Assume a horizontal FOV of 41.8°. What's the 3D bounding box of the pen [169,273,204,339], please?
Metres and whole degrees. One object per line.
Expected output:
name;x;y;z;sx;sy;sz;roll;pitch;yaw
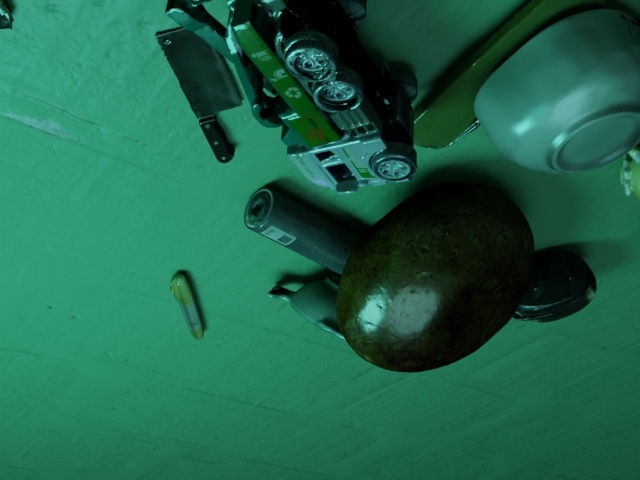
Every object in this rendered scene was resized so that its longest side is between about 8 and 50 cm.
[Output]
pen;-0.252;0.129;1.585;0.040;0.032;0.233;16;148;11

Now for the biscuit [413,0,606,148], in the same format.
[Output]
biscuit;0.231;-0.224;1.108;0.099;0.038;0.322;13;143;-32

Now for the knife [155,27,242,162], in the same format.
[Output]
knife;-0.146;-0.192;1.134;0.072;0.019;0.245;-11;144;7

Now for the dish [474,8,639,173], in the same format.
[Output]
dish;0.340;-0.170;1.091;0.256;0.117;0.256;-13;153;-7

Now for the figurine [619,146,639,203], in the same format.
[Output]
figurine;0.589;-0.009;1.304;0.227;0.274;0.394;-25;123;22

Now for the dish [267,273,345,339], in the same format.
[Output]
dish;0.033;0.111;1.513;0.246;0.078;0.224;24;-172;3

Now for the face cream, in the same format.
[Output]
face cream;0.000;0.000;1.384;0.073;0.073;0.284;-31;138;33

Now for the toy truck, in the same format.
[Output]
toy truck;-0.007;-0.202;1.015;0.178;0.176;0.363;-13;145;28

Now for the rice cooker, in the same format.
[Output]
rice cooker;0.415;0.086;1.526;0.165;0.112;0.106;-26;147;30

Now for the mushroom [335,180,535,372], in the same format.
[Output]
mushroom;0.193;0.062;1.354;0.239;0.345;0.345;22;161;33

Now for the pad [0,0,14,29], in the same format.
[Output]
pad;-0.489;-0.288;0.952;0.233;0.022;0.174;-8;147;8
